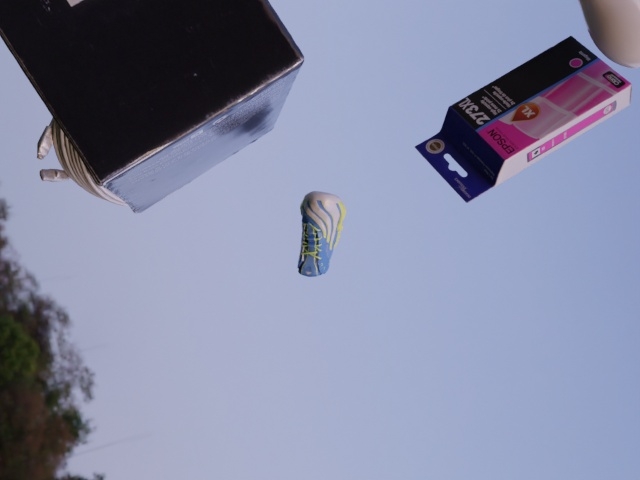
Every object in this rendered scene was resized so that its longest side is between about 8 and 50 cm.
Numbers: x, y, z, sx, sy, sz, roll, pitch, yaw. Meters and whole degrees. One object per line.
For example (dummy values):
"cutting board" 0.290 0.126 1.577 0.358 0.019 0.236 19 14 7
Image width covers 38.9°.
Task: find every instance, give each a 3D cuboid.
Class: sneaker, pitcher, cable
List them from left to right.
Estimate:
"cable" -0.269 -0.177 1.339 0.089 0.257 0.257 26 -81 37
"sneaker" 0.000 0.000 1.787 0.240 0.091 0.126 87 10 -66
"pitcher" 0.526 -0.418 1.562 0.207 0.178 0.125 48 -3 -7

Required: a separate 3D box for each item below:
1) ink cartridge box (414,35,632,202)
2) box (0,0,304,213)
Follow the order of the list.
"ink cartridge box" 0.371 -0.229 1.674 0.176 0.371 0.069 53 -8 36
"box" -0.190 -0.219 0.780 0.343 0.179 0.312 57 -8 -3
